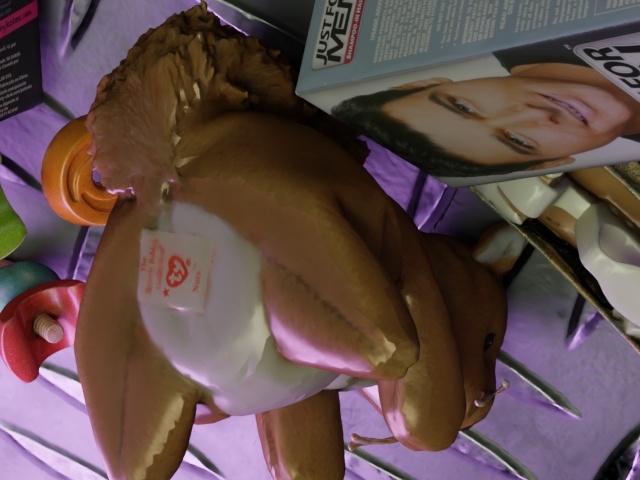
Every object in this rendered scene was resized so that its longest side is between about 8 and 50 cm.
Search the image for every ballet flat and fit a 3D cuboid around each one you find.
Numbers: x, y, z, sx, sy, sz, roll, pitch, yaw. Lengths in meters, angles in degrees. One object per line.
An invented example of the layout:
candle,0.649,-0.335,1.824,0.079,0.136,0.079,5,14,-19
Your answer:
ballet flat,0.205,-0.023,1.554,0.348,0.123,0.123,43,120,0

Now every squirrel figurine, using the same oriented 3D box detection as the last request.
squirrel figurine,0.000,0.000,1.542,0.281,0.370,0.397,-37,66,30

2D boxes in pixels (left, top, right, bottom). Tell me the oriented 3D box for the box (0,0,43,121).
box,-0.343,-0.232,1.646,0.165,0.143,0.270,13,116,29

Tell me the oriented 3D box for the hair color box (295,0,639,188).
hair color box,0.184,-0.138,1.348,0.374,0.113,0.185,-7,153,44

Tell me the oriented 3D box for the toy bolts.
toy bolts,-0.264,-0.012,1.749,0.158,0.218,0.228,26,134,54
